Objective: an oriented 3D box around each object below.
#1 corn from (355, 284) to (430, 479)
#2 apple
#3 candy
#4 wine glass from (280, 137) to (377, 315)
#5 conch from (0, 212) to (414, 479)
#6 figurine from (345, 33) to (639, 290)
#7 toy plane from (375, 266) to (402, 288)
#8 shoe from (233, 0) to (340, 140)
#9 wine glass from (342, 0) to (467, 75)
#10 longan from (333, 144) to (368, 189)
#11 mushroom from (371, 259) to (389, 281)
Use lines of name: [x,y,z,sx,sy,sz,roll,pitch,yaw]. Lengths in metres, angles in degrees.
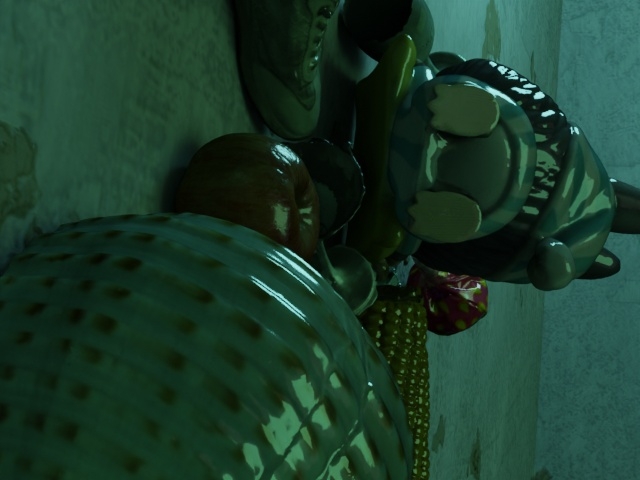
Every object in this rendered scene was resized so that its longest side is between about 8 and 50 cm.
corn: [0.049,0.231,1.141,0.144,0.144,0.387,34,56,-67]
apple: [-0.059,-0.022,0.862,0.126,0.102,0.126,-4,90,-72]
candy: [0.129,0.009,1.426,0.365,0.124,0.124,53,42,-45]
wine glass: [0.000,0.000,1.016,0.183,0.122,0.122,68,31,-56]
conch: [-0.060,0.117,0.664,0.319,0.215,0.303,-67,138,-73]
figurine: [0.236,-0.073,1.157,0.361,0.377,0.266,-143,-121,-78]
toy plane: [0.083,0.059,1.363,0.080,0.033,0.083,66,31,-30]
shoe: [-0.025,-0.215,0.948,0.103,0.098,0.275,-60,147,-46]
wine glass: [0.195,-0.241,1.304,0.309,0.264,0.096,25,66,-68]
longan: [0.017,-0.063,1.125,0.083,0.075,0.075,79,17,-80]
mushroom: [0.042,0.155,1.263,0.068,0.043,0.306,25,67,-42]
